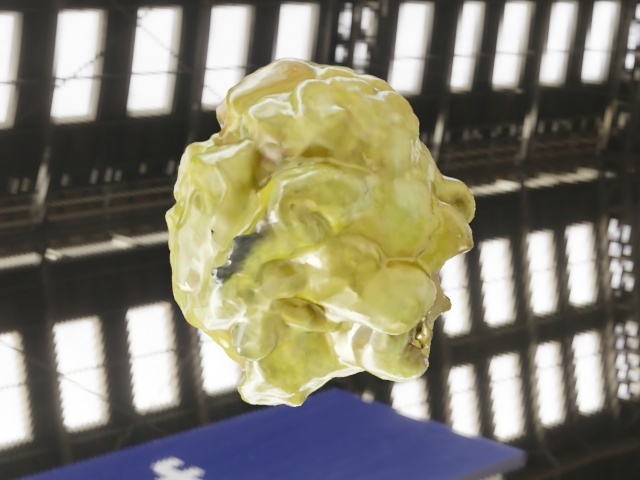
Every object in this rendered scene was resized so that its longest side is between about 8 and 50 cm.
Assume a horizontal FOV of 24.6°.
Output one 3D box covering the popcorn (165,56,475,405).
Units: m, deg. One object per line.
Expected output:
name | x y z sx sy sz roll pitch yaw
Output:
popcorn | 0.000 0.000 1.180 0.252 0.215 0.286 4 -57 -8
